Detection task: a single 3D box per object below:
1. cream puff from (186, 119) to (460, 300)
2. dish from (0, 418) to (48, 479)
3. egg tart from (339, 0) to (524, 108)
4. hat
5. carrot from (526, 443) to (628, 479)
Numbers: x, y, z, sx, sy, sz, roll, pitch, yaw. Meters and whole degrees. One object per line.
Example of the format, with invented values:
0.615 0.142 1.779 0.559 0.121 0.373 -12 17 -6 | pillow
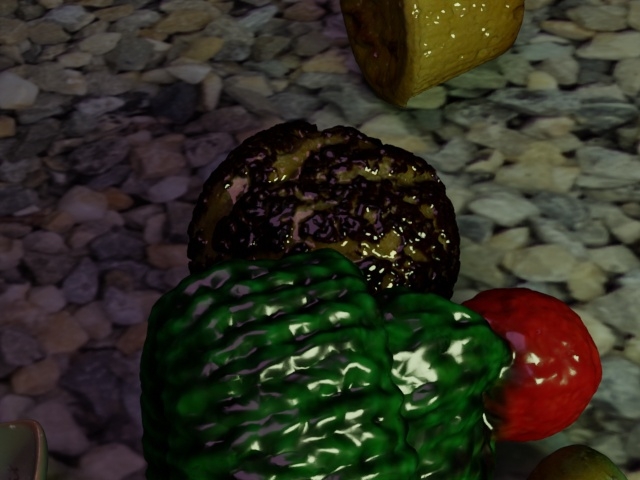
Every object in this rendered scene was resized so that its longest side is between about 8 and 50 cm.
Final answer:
0.000 0.000 0.860 0.239 0.165 0.239 -5 48 6 | cream puff
-0.318 0.227 0.807 0.212 0.077 0.151 -4 51 11 | dish
0.116 -0.245 1.039 0.147 0.202 0.202 -12 47 -14 | egg tart
0.051 0.132 0.692 0.332 0.274 0.242 -11 44 -17 | hat
0.100 0.256 0.684 0.298 0.078 0.078 -40 52 -15 | carrot
